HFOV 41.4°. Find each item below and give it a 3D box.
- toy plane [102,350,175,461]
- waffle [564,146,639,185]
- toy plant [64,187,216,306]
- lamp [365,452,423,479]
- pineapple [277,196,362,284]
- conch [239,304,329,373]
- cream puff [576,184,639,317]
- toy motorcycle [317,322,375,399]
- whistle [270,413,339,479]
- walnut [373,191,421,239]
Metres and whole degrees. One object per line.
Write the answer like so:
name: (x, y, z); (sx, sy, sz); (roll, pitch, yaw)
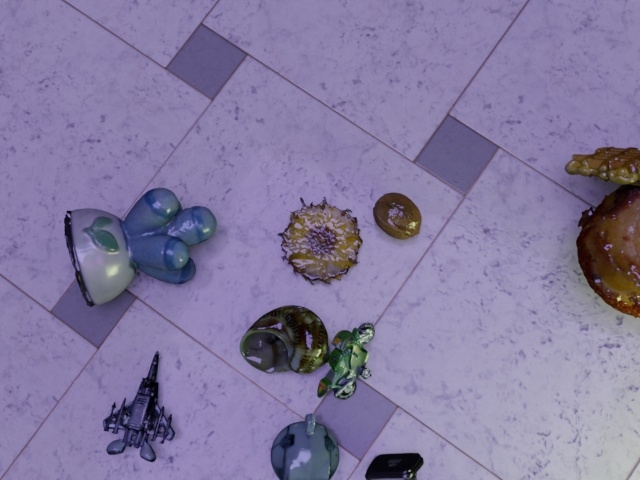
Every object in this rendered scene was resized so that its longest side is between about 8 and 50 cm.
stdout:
toy plane: (-0.401, 0.372, 1.933); (0.169, 0.078, 0.246); (10, 79, 6)
waffle: (0.702, -0.165, 1.887); (0.301, 0.282, 0.058); (-6, 108, -32)
toy plant: (-0.400, 0.001, 1.951); (0.332, 0.247, 0.247); (-15, 78, -7)
lamp: (0.131, 0.612, 1.853); (0.203, 0.124, 0.283); (-5, 80, 23)
pineapple: (0.000, 0.000, 2.006); (0.221, 0.047, 0.221); (0, 77, 0)
conch: (-0.067, 0.234, 1.925); (0.187, 0.124, 0.181); (-42, 90, 23)
cream puff: (0.723, 0.031, 1.859); (0.351, 0.228, 0.350); (1, 65, -2)
toy motorcycle: (0.059, 0.269, 1.901); (0.106, 0.074, 0.190); (11, 103, -37)
whistle: (-0.038, 0.503, 1.868); (0.164, 0.163, 0.289); (11, 115, 5)
walnut: (0.181, -0.055, 1.976); (0.124, 0.105, 0.105); (35, 83, 9)
